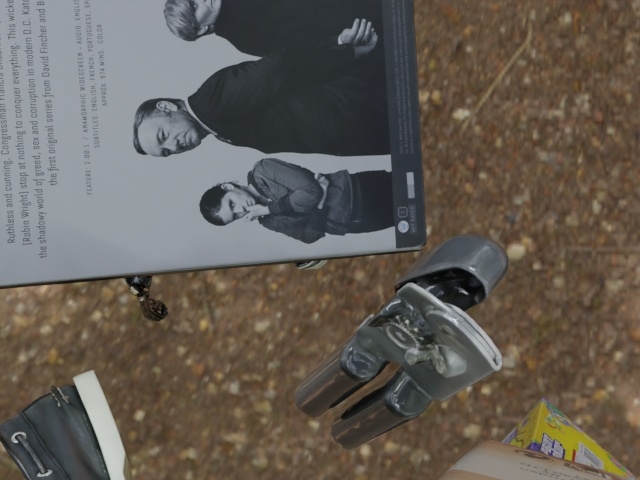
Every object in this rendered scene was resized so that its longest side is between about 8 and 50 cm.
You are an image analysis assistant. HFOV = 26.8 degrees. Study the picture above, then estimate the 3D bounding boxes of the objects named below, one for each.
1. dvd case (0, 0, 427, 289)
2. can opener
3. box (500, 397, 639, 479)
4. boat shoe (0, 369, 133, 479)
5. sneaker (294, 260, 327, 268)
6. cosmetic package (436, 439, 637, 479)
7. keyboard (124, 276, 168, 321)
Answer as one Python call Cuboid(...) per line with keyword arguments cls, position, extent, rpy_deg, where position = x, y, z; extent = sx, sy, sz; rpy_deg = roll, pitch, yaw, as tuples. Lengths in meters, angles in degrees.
Cuboid(cls="dvd case", position=(-0.069, -0.075, 0.574), extent=(0.238, 0.029, 0.179), rpy_deg=(-5, 94, -22))
Cuboid(cls="can opener", position=(0.059, 0.073, 0.909), extent=(0.076, 0.095, 0.283), rpy_deg=(41, 158, 0))
Cuboid(cls="box", position=(0.246, 0.387, 1.685), extent=(0.177, 0.290, 0.279), rpy_deg=(41, 104, 4))
Cuboid(cls="boat shoe", position=(-0.185, 0.254, 1.045), extent=(0.113, 0.340, 0.127), rpy_deg=(-17, 145, -10))
Cuboid(cls="sneaker", position=(0.000, 0.000, 1.391), extent=(0.032, 0.037, 0.083), rpy_deg=(47, 125, 28))
Cuboid(cls="cosmetic package", position=(0.064, 0.152, 0.347), extent=(0.129, 0.296, 0.153), rpy_deg=(16, 90, 14))
Cuboid(cls="keyboard", position=(-0.195, -0.012, 1.299), extent=(0.033, 0.317, 0.202), rpy_deg=(-24, 75, -6))
